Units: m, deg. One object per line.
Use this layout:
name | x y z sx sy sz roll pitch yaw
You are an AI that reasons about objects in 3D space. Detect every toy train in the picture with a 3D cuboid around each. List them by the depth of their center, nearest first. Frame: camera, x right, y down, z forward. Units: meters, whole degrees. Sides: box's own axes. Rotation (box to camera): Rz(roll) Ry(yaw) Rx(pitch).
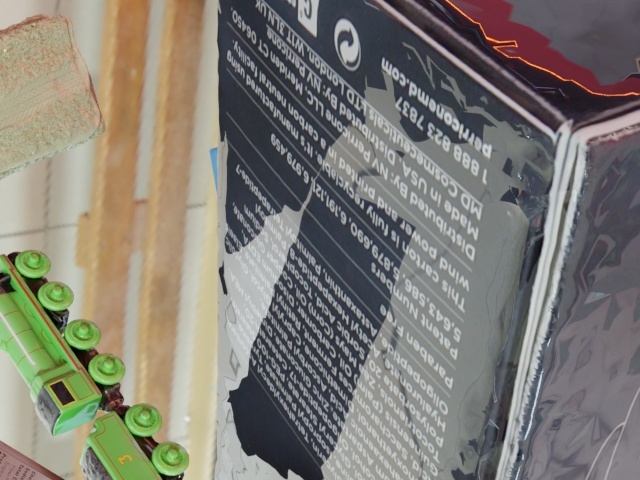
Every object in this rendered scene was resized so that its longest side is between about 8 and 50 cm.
toy train | -0.063 0.035 0.320 0.023 0.083 0.017 -22 150 -36

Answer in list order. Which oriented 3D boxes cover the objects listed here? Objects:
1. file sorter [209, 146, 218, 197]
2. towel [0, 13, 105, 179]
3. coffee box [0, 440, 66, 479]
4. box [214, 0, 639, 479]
file sorter | 0.000 0.000 1.014 0.118 0.104 0.170 -4 82 -57
towel | -0.240 -0.107 0.982 0.148 0.027 0.110 -30 108 -34
coffee box | -0.313 0.172 0.959 0.246 0.141 0.098 43 66 -36
box | 0.206 0.003 0.770 0.479 0.297 0.472 -18 133 -25
